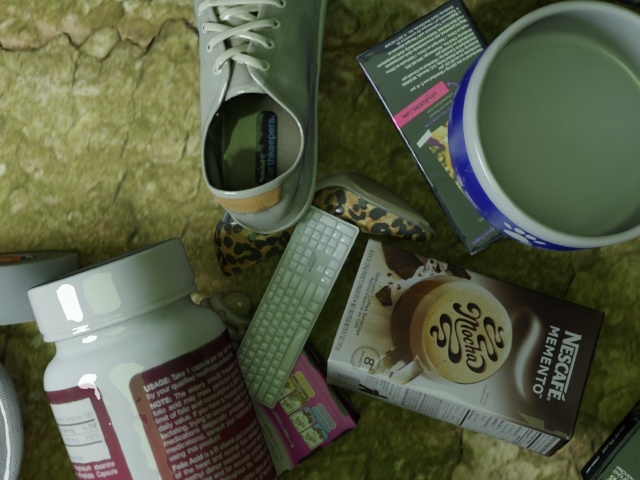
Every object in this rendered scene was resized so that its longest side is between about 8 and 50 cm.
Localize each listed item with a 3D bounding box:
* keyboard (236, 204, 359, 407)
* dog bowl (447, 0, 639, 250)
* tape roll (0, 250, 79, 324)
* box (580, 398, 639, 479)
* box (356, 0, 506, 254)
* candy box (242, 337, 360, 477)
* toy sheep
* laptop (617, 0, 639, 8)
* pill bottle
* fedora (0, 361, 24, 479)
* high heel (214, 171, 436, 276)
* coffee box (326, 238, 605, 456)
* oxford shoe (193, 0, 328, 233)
[{"bbox_3d":[-0.037,0.083,1.463,0.072,0.014,0.256,27,101,5],"label":"keyboard"},{"bbox_3d":[0.277,-0.121,1.288,0.265,0.104,0.264,1,84,-10],"label":"dog bowl"},{"bbox_3d":[-0.415,0.059,1.489,0.219,0.219,0.072,-2,95,8],"label":"tape roll"},{"bbox_3d":[0.440,0.296,1.462,0.180,0.077,0.147,39,97,4],"label":"box"},{"bbox_3d":[0.173,-0.135,1.424,0.143,0.165,0.270,-30,90,6],"label":"box"},{"bbox_3d":[-0.087,0.231,1.530,0.233,0.071,0.159,-33,89,8],"label":"candy box"},{"bbox_3d":[-0.135,0.117,1.522,0.091,0.091,0.132,45,104,3],"label":"toy sheep"},{"bbox_3d":[0.389,-0.440,1.336,0.236,0.408,0.381,24,98,37],"label":"laptop"},{"bbox_3d":[-0.190,0.210,1.387,0.224,0.224,0.392,-18,95,8],"label":"pill bottle"},{"bbox_3d":[-0.490,0.248,1.557,0.244,0.124,0.275,-25,82,6],"label":"fedora"},{"bbox_3d":[0.000,0.000,1.506,0.261,0.093,0.186,23,107,3],"label":"high heel"},{"bbox_3d":[0.173,0.131,1.439,0.297,0.119,0.168,17,70,6],"label":"coffee box"},{"bbox_3d":[-0.080,-0.234,1.411,0.169,0.130,0.449,-6,82,16],"label":"oxford shoe"}]
